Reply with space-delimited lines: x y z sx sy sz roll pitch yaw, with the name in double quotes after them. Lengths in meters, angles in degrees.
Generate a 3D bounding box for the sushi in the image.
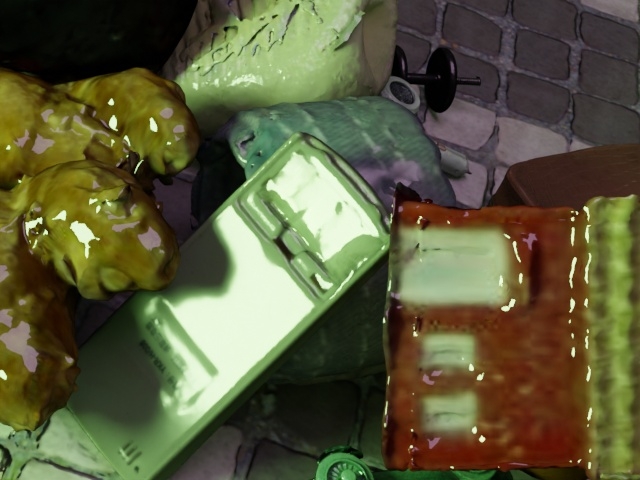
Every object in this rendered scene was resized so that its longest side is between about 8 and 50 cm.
-0.257 -0.281 1.129 0.294 0.281 0.299 15 -4 -43 "sushi"

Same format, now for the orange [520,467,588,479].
0.183 0.119 1.064 0.159 0.159 0.136 36 81 13 "orange"

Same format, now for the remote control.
-0.070 0.052 0.972 0.123 0.285 0.038 47 11 19 "remote control"

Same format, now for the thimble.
0.000 0.000 1.085 0.172 0.205 0.236 -10 83 -22 "thimble"

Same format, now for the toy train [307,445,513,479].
0.069 0.220 0.986 0.200 0.083 0.132 -5 55 -24 "toy train"

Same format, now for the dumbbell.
0.099 -0.167 1.356 0.147 0.069 0.069 0 50 -19 "dumbbell"

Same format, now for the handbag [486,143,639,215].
0.274 -0.018 1.288 0.193 0.072 0.151 -11 54 -31 "handbag"

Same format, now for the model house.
0.180 0.061 0.904 0.254 0.196 0.160 2 -1 13 "model house"

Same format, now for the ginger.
-0.227 -0.010 1.001 0.274 0.152 0.357 -2 44 9 "ginger"

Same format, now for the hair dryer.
0.097 -0.101 1.298 0.137 0.082 0.047 26 43 -19 "hair dryer"

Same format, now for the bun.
-0.047 -0.188 1.246 0.273 0.168 0.273 -12 53 16 "bun"
